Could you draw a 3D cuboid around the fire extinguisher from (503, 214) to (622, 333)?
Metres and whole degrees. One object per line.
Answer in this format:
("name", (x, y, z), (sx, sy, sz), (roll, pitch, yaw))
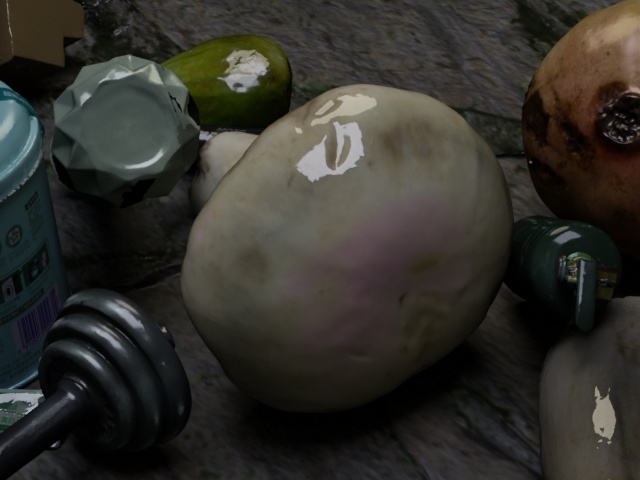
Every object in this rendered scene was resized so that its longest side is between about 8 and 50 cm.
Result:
("fire extinguisher", (0.245, 0.032, 1.708), (0.095, 0.114, 0.311), (11, 0, -3))

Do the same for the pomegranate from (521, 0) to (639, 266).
("pomegranate", (0.380, -0.120, 1.847), (0.322, 0.322, 0.322), (-3, 36, 2))

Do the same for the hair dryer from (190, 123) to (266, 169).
("hair dryer", (-0.055, -0.005, 1.907), (0.304, 0.120, 0.359), (12, 48, 2))

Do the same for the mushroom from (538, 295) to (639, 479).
("mushroom", (0.278, 0.182, 1.589), (0.154, 0.137, 0.407), (19, 32, 5))

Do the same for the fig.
("fig", (-0.137, -0.167, 2.106), (0.233, 0.167, 0.167), (-25, 32, 17))

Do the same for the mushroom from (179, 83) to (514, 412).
("mushroom", (0.025, 0.014, 1.715), (0.325, 0.353, 0.353), (33, 35, -14))

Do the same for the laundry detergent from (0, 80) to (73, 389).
("laundry detergent", (-0.424, -0.018, 1.793), (0.287, 0.305, 0.287), (-3, 35, 2))

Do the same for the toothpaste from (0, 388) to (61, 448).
("toothpaste", (-0.372, 0.174, 1.725), (0.218, 0.041, 0.064), (6, 67, 0))

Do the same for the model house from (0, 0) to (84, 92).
("model house", (-0.471, -0.283, 2.328), (0.248, 0.180, 0.176), (-15, -14, 31))

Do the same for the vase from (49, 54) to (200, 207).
("vase", (-0.237, -0.113, 1.909), (0.165, 0.165, 0.360), (-14, 2, -13))

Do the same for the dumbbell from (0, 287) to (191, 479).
("dumbbell", (-0.287, 0.196, 1.592), (0.179, 0.179, 0.406), (23, 44, 33))
